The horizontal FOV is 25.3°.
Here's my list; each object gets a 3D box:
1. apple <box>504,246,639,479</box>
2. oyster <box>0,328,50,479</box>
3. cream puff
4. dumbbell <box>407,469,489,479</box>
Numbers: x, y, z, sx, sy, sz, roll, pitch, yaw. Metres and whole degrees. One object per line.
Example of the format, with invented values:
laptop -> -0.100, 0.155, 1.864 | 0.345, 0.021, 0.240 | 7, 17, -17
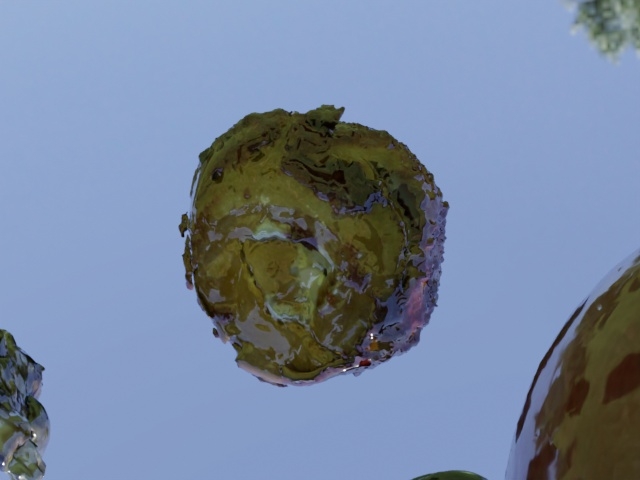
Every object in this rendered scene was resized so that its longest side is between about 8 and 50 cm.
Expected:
apple -> 0.238, 0.127, 0.607 | 0.345, 0.344, 0.269 | 1, -139, 23
oyster -> -0.234, 0.096, 0.958 | 0.083, 0.214, 0.223 | -43, -132, -9
cream puff -> 0.004, -0.001, 1.705 | 0.350, 0.350, 0.229 | 4, -161, 26
dumbbell -> 0.159, 0.406, 1.745 | 0.192, 0.192, 0.290 | -16, -137, -8
